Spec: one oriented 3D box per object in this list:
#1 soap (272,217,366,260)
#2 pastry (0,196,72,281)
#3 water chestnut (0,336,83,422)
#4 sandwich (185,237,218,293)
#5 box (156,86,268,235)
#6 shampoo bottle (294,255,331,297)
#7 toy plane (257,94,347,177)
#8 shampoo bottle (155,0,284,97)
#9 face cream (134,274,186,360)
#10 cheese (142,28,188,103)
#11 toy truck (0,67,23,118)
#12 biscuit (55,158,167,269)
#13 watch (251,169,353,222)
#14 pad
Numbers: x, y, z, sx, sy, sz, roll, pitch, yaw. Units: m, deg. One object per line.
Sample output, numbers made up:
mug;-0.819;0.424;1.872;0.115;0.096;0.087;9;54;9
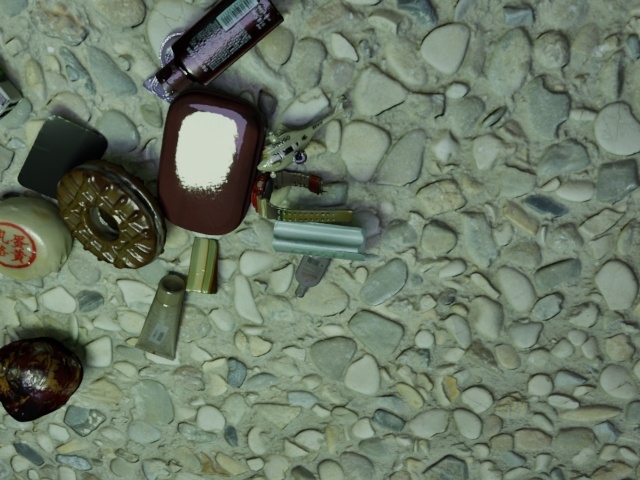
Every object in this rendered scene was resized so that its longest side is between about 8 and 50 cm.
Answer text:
soap;0.000;0.000;1.598;0.262;0.150;0.094;8;86;1
pastry;-0.853;-0.003;1.669;0.265;0.133;0.264;2;123;3
water chestnut;-0.898;0.426;1.846;0.289;0.244;0.288;5;119;10
sandwich;-0.348;0.079;1.745;0.080;0.113;0.163;6;84;1
box;-0.295;-0.202;1.535;0.263;0.108;0.403;15;119;-5
shampoo bottle;-0.033;0.099;1.723;0.080;0.040;0.165;21;118;-9
toy plane;-0.046;-0.267;1.481;0.286;0.092;0.108;-31;111;6
shampoo bottle;-0.247;-0.468;1.372;0.323;0.084;0.129;-38;113;11
face cream;-0.495;0.253;1.822;0.137;0.084;0.341;21;126;-5
cheese;-0.363;-0.437;1.449;0.105;0.042;0.191;31;117;-12
toy truck;-0.876;-0.423;1.459;0.125;0.101;0.242;-36;109;8
biscuit;-0.570;-0.066;1.582;0.332;0.103;0.331;14;129;18
watch;-0.047;-0.115;1.533;0.269;0.164;0.102;3;134;2
pad;-0.772;-0.259;1.564;0.323;0.055;0.250;34;115;-14
